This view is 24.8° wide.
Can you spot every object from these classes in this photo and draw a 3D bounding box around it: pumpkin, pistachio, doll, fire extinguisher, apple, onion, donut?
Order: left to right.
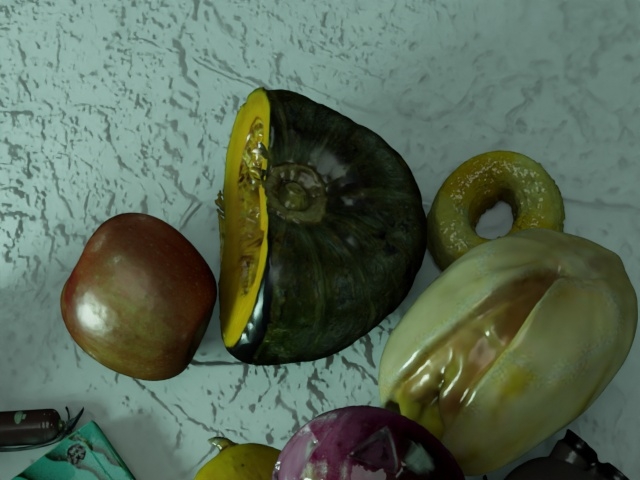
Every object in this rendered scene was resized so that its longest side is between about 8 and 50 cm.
[{"bbox_3d":[-0.361,0.222,1.715,0.158,0.043,0.064,-4,38,5],"label":"fire extinguisher"},{"bbox_3d":[-0.207,0.064,1.683,0.168,0.181,0.181,26,77,8],"label":"apple"},{"bbox_3d":[0.000,0.000,1.690,0.232,0.242,0.325,12,67,-21],"label":"pumpkin"},{"bbox_3d":[0.062,0.266,1.521,0.201,0.200,0.207,-28,85,-4],"label":"onion"},{"bbox_3d":[0.210,-0.030,1.732,0.162,0.065,0.178,19,76,11],"label":"donut"},{"bbox_3d":[0.212,0.118,1.608,0.309,0.230,0.230,-47,74,5],"label":"pistachio"},{"bbox_3d":[0.230,0.336,1.588,0.182,0.117,0.257,40,79,19],"label":"doll"}]

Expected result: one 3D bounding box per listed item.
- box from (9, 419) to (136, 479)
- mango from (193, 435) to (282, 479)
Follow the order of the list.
[{"bbox_3d":[-0.308,0.339,1.675,0.226,0.042,0.161,-37,74,-7],"label":"box"},{"bbox_3d":[-0.041,0.353,1.608,0.176,0.119,0.317,-35,78,-15],"label":"mango"}]
